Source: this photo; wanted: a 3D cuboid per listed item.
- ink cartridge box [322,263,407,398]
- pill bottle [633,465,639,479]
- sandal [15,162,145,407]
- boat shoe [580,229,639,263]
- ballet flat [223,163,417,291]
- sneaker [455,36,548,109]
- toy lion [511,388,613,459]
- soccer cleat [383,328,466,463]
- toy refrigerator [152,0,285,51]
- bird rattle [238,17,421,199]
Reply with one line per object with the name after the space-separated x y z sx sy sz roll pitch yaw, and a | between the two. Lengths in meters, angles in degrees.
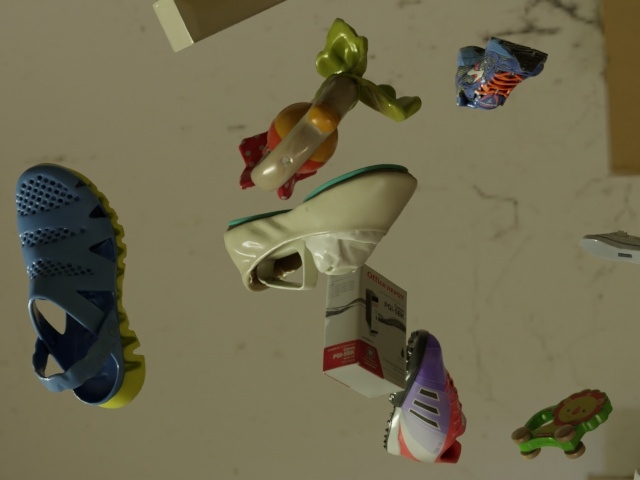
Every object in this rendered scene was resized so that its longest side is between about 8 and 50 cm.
0.056 0.108 1.386 0.099 0.056 0.135 33 -130 -42 | ink cartridge box
0.403 0.382 1.339 0.121 0.121 0.221 -16 -67 -74 | pill bottle
-0.305 0.058 1.399 0.138 0.126 0.318 -13 -95 -69 | sandal
0.395 0.004 1.515 0.035 0.100 0.035 -60 -33 -34 | boat shoe
0.000 0.000 1.018 0.086 0.248 0.086 10 -107 -34 | ballet flat
0.240 -0.218 1.549 0.221 0.083 0.087 -168 90 -79 | sneaker
0.278 0.204 1.301 0.096 0.100 0.034 -46 -69 -38 | toy lion
0.161 0.230 1.652 0.318 0.116 0.109 91 -162 -55 | soccer cleat
-0.122 -0.400 1.820 0.094 0.269 0.102 65 159 -11 | toy refrigerator
-0.023 -0.133 1.353 0.143 0.253 0.207 50 -152 -9 | bird rattle
